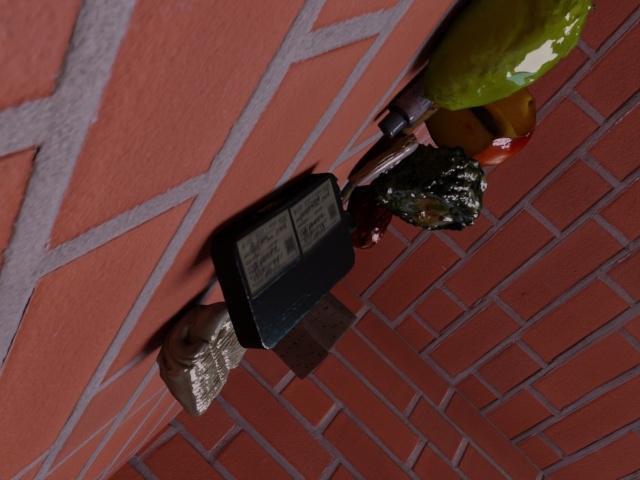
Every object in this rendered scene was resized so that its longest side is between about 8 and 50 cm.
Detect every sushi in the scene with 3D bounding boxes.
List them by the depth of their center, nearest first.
[{"bbox_3d":[0.339,-0.158,1.872,0.352,0.294,0.178,31,66,-55],"label":"sushi"}]

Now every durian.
[{"bbox_3d":[0.347,-0.379,1.206,0.339,0.204,0.256,-46,-174,6],"label":"durian"}]

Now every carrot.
[{"bbox_3d":[0.238,-0.313,1.561,0.078,0.078,0.298,-44,178,-23],"label":"carrot"}]

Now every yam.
[{"bbox_3d":[0.055,-0.106,1.831,0.029,0.027,0.234,-20,161,-31],"label":"yam"}]

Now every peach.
[{"bbox_3d":[0.496,-0.367,1.950,0.380,0.306,0.242,-48,170,-50],"label":"peach"}]

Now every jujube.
[{"bbox_3d":[0.148,-0.074,1.969,0.155,0.155,0.230,-51,-171,39],"label":"jujube"}]

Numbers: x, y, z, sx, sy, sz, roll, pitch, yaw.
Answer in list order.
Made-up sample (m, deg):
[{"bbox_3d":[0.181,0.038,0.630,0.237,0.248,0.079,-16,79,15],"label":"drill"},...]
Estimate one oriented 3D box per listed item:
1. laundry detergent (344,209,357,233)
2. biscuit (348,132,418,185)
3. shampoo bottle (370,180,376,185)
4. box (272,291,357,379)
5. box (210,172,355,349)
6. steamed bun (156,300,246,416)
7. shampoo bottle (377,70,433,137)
[{"bbox_3d":[0.000,0.000,1.853,0.222,0.078,0.144,-37,178,20],"label":"laundry detergent"},{"bbox_3d":[0.172,-0.208,1.683,0.208,0.049,0.181,-37,180,1],"label":"biscuit"},{"bbox_3d":[0.209,-0.191,2.246,0.063,0.057,0.207,-52,179,-22],"label":"shampoo bottle"},{"bbox_3d":[-0.075,0.249,1.996,0.190,0.297,0.225,-41,172,-43],"label":"box"},{"bbox_3d":[-0.052,0.024,1.134,0.058,0.211,0.350,-2,-158,34],"label":"box"},{"bbox_3d":[-0.260,0.228,1.311,0.211,0.144,0.218,-52,149,-37],"label":"steamed bun"},{"bbox_3d":[0.212,-0.309,1.365,0.214,0.072,0.072,-46,174,-10],"label":"shampoo bottle"}]
